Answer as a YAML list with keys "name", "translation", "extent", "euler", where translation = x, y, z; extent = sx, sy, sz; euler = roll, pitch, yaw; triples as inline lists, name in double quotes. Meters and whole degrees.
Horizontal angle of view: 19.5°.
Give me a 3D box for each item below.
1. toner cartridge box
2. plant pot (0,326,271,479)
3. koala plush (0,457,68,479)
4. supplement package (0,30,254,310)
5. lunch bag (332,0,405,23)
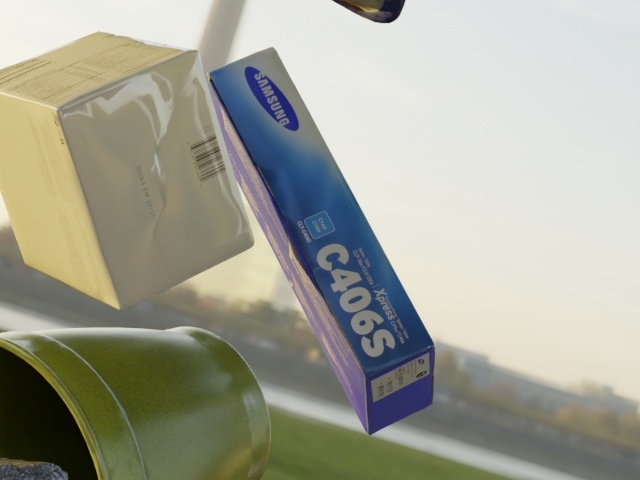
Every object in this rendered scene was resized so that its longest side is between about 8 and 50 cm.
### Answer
- name: "toner cartridge box"
  translation: [0.000, 0.000, 1.785]
  extent: [0.075, 0.348, 0.165]
  euler: [-24, -22, -9]
- name: "plant pot"
  translation: [-0.256, 0.255, 2.242]
  extent: [0.366, 0.366, 0.353]
  euler: [14, 18, 38]
- name: "koala plush"
  translation: [-0.361, 0.336, 1.912]
  extent: [0.203, 0.221, 0.196]
  euler: [1, -5, 8]
- name: "supplement package"
  translation: [-0.192, -0.070, 1.691]
  extent: [0.149, 0.194, 0.203]
  euler: [-26, 24, -26]
- name: "lunch bag"
  translation: [0.078, -0.293, 1.197]
  extent: [0.385, 0.239, 0.328]
  euler: [-4, -12, -2]
